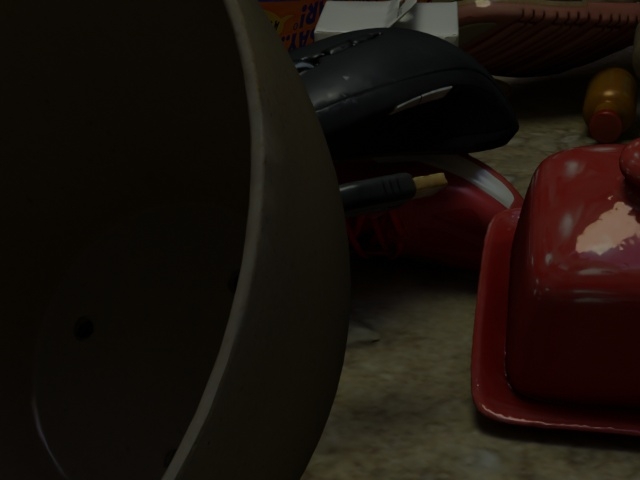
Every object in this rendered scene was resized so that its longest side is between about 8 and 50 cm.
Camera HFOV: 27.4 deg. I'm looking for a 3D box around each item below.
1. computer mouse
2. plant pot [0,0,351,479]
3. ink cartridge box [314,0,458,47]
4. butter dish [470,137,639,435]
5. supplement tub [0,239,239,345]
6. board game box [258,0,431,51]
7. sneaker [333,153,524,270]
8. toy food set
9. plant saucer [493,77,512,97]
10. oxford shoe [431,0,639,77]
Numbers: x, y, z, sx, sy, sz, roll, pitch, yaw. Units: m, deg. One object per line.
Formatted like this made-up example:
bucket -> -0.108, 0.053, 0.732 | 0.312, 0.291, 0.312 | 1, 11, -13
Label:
computer mouse -> 0.022, -0.068, 0.666 | 0.262, 0.060, 0.184 | -6, 23, -32
plant pot -> -0.103, 0.026, 0.470 | 0.284, 0.284, 0.191 | 13, -10, 29
ink cartridge box -> 0.043, -0.094, 0.849 | 0.089, 0.143, 0.092 | 1, 22, 4
butter dish -> 0.153, 0.004, 0.614 | 0.159, 0.118, 0.160 | 3, 41, 10
supplement tub -> -0.123, 0.019, 0.636 | 0.197, 0.106, 0.106 | -6, 23, -15
board game box -> -0.112, -0.376, 1.253 | 0.356, 0.356, 0.356 | 17, 28, 36
sneaker -> 0.000, 0.000, 0.748 | 0.221, 0.087, 0.128 | 14, 46, 26
toy food set -> 0.311, -0.124, 0.960 | 0.232, 0.111, 0.104 | 3, 24, 14
plant saucer -> 0.114, -0.118, 1.071 | 0.083, 0.015, 0.083 | 0, 22, 0
oxford shoe -> 0.236, -0.227, 1.108 | 0.397, 0.147, 0.140 | -11, -4, -37
